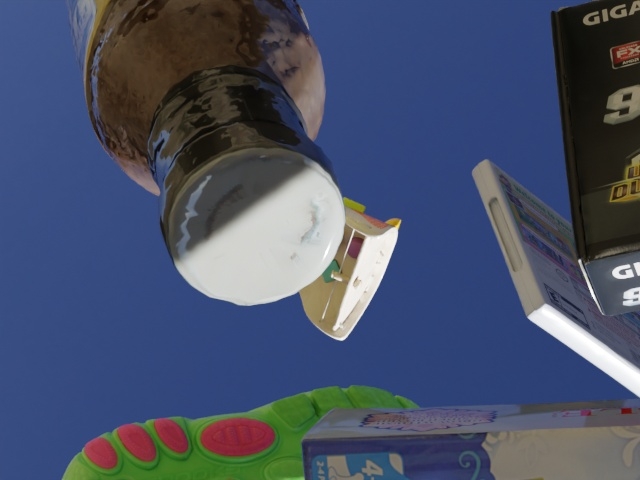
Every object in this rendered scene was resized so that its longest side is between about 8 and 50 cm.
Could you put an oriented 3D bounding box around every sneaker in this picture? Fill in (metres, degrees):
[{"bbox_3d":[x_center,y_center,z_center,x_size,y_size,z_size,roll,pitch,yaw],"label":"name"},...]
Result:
[{"bbox_3d":[-0.051,0.279,1.686,0.202,0.483,0.185,115,-29,-53],"label":"sneaker"}]

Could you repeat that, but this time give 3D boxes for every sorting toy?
[{"bbox_3d":[0.000,0.000,0.868,0.075,0.083,0.045,29,-138,12],"label":"sorting toy"}]

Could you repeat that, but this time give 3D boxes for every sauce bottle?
[{"bbox_3d":[-0.060,-0.089,0.721,0.111,0.111,0.344,-43,-152,12],"label":"sauce bottle"}]

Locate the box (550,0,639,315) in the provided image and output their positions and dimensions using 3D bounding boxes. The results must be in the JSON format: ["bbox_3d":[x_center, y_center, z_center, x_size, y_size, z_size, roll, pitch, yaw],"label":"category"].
[{"bbox_3d":[0.230,-0.065,0.754,0.220,0.051,0.175,-12,-131,17],"label":"box"}]

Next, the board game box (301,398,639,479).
[{"bbox_3d":[0.164,0.206,0.482,0.318,0.066,0.319,-5,-88,11],"label":"board game box"}]

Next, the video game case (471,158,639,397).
[{"bbox_3d":[0.228,0.043,1.370,0.023,0.212,0.193,-40,-143,22],"label":"video game case"}]
